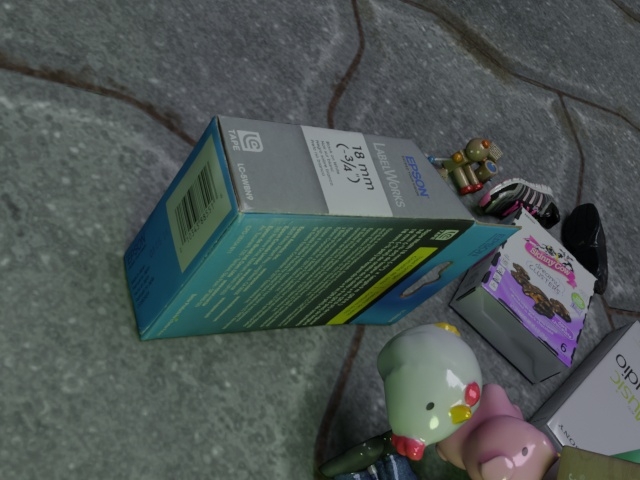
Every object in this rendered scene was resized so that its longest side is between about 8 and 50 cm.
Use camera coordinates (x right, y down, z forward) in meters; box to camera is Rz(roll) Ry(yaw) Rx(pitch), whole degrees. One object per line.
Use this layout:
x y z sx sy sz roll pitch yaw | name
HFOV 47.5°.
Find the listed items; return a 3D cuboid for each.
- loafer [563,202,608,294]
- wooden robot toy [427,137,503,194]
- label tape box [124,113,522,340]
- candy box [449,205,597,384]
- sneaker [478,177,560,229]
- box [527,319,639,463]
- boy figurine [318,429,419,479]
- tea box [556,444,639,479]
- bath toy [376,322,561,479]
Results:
0.439 0.013 1.191 0.061 0.062 0.170 45 45 -34 | loafer
0.241 -0.123 1.117 0.173 0.079 0.076 -16 71 -41 | wooden robot toy
0.000 0.000 0.753 0.334 0.240 0.106 1 59 -36 | label tape box
0.293 0.072 1.029 0.165 0.070 0.196 43 46 -4 | candy box
0.318 -0.049 1.133 0.170 0.063 0.075 1 54 -40 | sneaker
0.429 0.276 1.000 0.322 0.058 0.232 -28 80 -42 | box
0.094 0.332 0.702 0.177 0.092 0.285 -4 61 -41 | boy figurine
0.358 0.390 0.645 0.323 0.220 0.329 22 77 -35 | tea box
0.182 0.224 0.736 0.348 0.151 0.129 46 44 -28 | bath toy
